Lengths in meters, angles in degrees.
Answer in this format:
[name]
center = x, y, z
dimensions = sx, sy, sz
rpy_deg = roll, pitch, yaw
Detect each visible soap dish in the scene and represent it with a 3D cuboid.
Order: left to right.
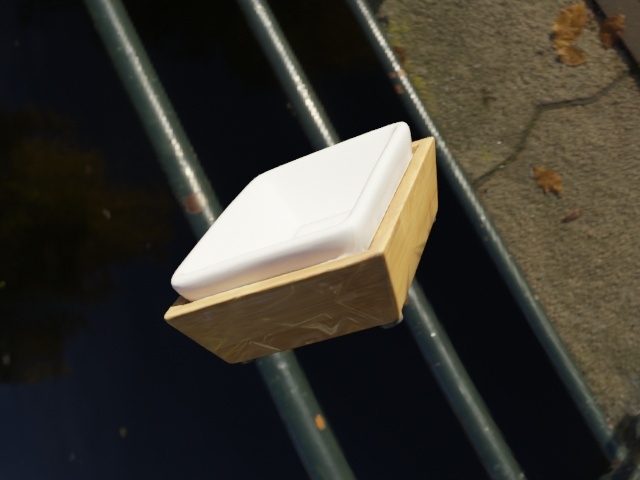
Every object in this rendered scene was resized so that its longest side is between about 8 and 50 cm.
[soap dish]
center = 0.000, 0.000, 0.913
dimensions = 0.229, 0.291, 0.118
rpy_deg = -18, 110, 24
